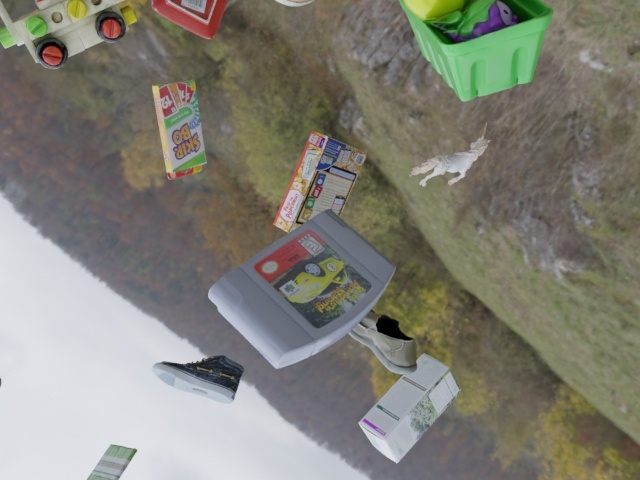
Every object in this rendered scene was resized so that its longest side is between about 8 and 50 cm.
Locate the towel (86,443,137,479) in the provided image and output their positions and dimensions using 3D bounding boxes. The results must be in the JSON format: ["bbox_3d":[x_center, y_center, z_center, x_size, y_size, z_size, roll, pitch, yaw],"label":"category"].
[{"bbox_3d":[-0.487,0.539,1.521,0.113,0.152,0.023,-6,131,42],"label":"towel"}]

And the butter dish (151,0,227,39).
[{"bbox_3d":[-0.301,-0.547,1.490,0.160,0.160,0.118,20,176,-35],"label":"butter dish"}]

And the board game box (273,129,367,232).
[{"bbox_3d":[0.003,-0.102,1.296,0.045,0.194,0.146,29,-170,33],"label":"board game box"}]

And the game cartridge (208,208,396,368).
[{"bbox_3d":[-0.014,0.076,1.120,0.196,0.294,0.060,43,143,15],"label":"game cartridge"}]

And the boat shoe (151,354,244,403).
[{"bbox_3d":[-0.254,0.274,1.396,0.183,0.083,0.065,19,143,3],"label":"boat shoe"}]

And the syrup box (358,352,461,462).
[{"bbox_3d":[0.210,0.389,1.559,0.096,0.237,0.093,23,149,52],"label":"syrup box"}]

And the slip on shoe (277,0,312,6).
[{"bbox_3d":[-0.015,-0.586,1.364,0.123,0.331,0.101,32,145,7],"label":"slip on shoe"}]

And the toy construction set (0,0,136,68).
[{"bbox_3d":[-0.417,-0.406,1.056,0.151,0.327,0.215,-111,0,-57],"label":"toy construction set"}]

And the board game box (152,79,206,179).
[{"bbox_3d":[-0.386,-0.305,1.845,0.039,0.124,0.259,14,117,40],"label":"board game box"}]

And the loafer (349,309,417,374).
[{"bbox_3d":[0.137,0.196,1.486,0.094,0.087,0.251,-3,-153,-35],"label":"loafer"}]

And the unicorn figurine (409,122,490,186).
[{"bbox_3d":[0.256,-0.151,1.281,0.060,0.162,0.111,56,143,10],"label":"unicorn figurine"}]

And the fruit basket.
[{"bbox_3d":[0.307,-0.539,1.467,0.392,0.282,0.392,163,90,-89],"label":"fruit basket"}]
